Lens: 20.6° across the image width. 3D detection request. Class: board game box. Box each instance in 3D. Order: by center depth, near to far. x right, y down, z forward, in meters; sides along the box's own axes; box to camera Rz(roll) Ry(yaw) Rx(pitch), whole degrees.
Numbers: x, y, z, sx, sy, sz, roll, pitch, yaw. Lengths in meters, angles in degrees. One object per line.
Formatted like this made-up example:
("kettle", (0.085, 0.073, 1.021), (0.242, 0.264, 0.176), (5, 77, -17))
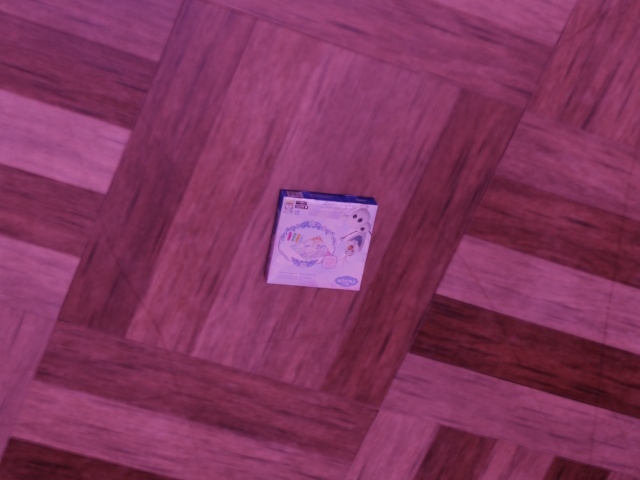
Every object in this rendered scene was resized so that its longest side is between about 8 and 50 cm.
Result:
("board game box", (0.000, 0.000, 1.622), (0.090, 0.020, 0.090), (5, 115, -14))
